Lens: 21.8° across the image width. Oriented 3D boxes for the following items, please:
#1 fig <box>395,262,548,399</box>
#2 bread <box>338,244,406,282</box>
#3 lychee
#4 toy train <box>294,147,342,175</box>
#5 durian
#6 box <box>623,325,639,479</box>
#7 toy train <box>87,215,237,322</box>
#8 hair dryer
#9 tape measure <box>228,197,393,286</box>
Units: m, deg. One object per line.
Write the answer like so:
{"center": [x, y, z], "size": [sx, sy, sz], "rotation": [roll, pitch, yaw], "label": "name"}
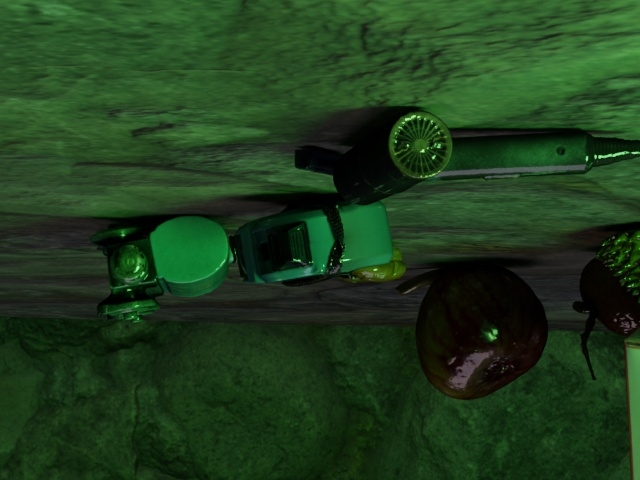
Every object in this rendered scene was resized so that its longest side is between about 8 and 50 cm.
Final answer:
{"center": [0.190, 0.089, 2.110], "size": [0.175, 0.207, 0.175], "rotation": [-11, 141, -9], "label": "fig"}
{"center": [0.055, 0.025, 1.880], "size": [0.083, 0.046, 0.081], "rotation": [-3, 175, 25], "label": "bread"}
{"center": [0.342, 0.066, 1.899], "size": [0.140, 0.114, 0.101], "rotation": [-23, 152, -35], "label": "lychee"}
{"center": [0.011, -0.057, 1.261], "size": [0.017, 0.017, 0.083], "rotation": [-3, 174, 36], "label": "toy train"}
{"center": [0.397, 0.030, 1.684], "size": [0.220, 0.096, 0.137], "rotation": [-6, 174, 3], "label": "durian"}
{"center": [0.522, 0.210, 1.769], "size": [0.300, 0.312, 0.314], "rotation": [5, -160, 33], "label": "box"}
{"center": [-0.160, 0.026, 1.737], "size": [0.159, 0.101, 0.248], "rotation": [-12, 176, -3], "label": "toy train"}
{"center": [0.119, -0.056, 1.162], "size": [0.194, 0.050, 0.173], "rotation": [-1, 177, -13], "label": "hair dryer"}
{"center": [0.000, 0.000, 1.507], "size": [0.125, 0.081, 0.146], "rotation": [-8, 179, -27], "label": "tape measure"}
